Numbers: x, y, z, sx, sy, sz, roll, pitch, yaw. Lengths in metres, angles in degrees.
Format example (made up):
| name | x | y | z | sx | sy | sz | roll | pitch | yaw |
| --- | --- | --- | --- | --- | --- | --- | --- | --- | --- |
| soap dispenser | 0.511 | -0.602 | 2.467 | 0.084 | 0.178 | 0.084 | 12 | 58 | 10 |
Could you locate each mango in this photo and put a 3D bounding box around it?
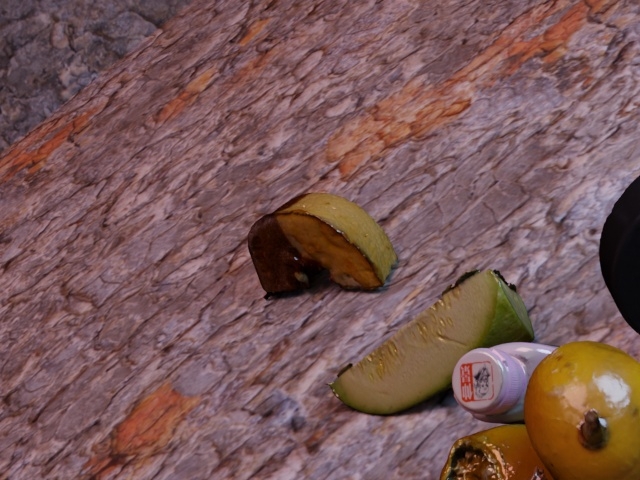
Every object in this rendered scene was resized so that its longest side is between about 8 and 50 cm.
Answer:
| name | x | y | z | sx | sy | sz | roll | pitch | yaw |
| --- | --- | --- | --- | --- | --- | --- | --- | --- | --- |
| mango | 0.261 | 0.178 | 1.561 | 0.119 | 0.317 | 0.176 | -32 | 64 | 6 |

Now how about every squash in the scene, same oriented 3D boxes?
| name | x | y | z | sx | sy | sz | roll | pitch | yaw |
| --- | --- | --- | --- | --- | --- | --- | --- | --- | --- |
| squash | 0.111 | 0.132 | 1.962 | 0.252 | 0.093 | 0.169 | -28 | -17 | 9 |

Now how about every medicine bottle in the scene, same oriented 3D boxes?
| name | x | y | z | sx | sy | sz | roll | pitch | yaw |
| --- | --- | --- | --- | --- | --- | --- | --- | --- | --- |
| medicine bottle | 0.211 | 0.142 | 1.731 | 0.115 | 0.219 | 0.078 | -14 | 76 | 35 |

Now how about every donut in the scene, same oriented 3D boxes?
| name | x | y | z | sx | sy | sz | roll | pitch | yaw |
| --- | --- | --- | --- | --- | --- | --- | --- | --- | --- |
| donut | 0.001 | 0.001 | 2.290 | 0.217 | 0.141 | 0.085 | 1 | 35 | 42 |

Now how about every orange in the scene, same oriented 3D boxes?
| name | x | y | z | sx | sy | sz | roll | pitch | yaw |
| --- | --- | --- | --- | --- | --- | --- | --- | --- | --- |
| orange | 0.178 | 0.244 | 1.663 | 0.155 | 0.134 | 0.155 | -47 | 20 | 23 |

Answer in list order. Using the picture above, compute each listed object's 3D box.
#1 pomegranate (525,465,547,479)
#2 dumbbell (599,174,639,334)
| name | x | y | z | sx | sy | sz | roll | pitch | yaw |
| --- | --- | --- | --- | --- | --- | --- | --- | --- | --- |
| pomegranate | 0.162 | 0.322 | 1.491 | 0.207 | 0.207 | 0.207 | -26 | 28 | 15 |
| dumbbell | 0.395 | 0.069 | 1.650 | 0.203 | 0.204 | 0.322 | -29 | 27 | 9 |
